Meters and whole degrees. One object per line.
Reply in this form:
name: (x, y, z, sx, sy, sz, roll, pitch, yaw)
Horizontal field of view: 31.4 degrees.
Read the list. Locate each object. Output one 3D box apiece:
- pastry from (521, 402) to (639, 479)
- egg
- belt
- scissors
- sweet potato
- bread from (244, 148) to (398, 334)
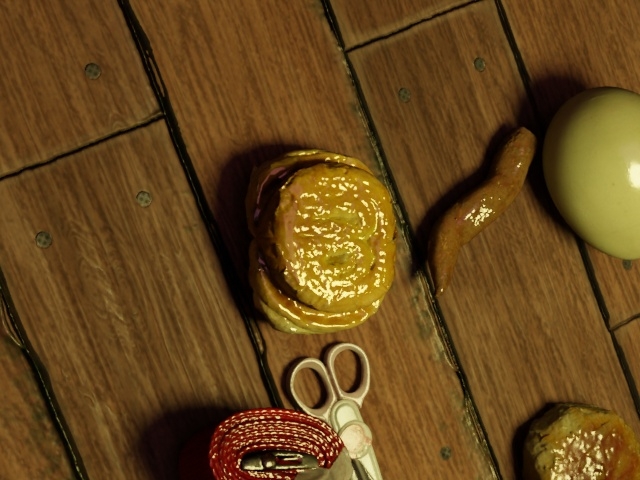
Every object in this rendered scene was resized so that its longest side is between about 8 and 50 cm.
pastry: (0.373, 0.330, 1.623, 0.182, 0.093, 0.193, 3, 88, -23)
egg: (0.414, -0.092, 1.601, 0.188, 0.188, 0.254, -24, 104, -24)
belt: (-0.072, 0.280, 1.400, 0.200, 0.124, 0.128, 10, 65, -29)
scissors: (0.040, 0.258, 1.502, 0.118, 0.030, 0.242, -23, 94, -24)
sweet potato: (0.212, -0.040, 1.575, 0.067, 0.059, 0.281, 43, 70, -5)
bread: (0.003, 0.000, 1.442, 0.198, 0.120, 0.236, -4, 91, -27)
